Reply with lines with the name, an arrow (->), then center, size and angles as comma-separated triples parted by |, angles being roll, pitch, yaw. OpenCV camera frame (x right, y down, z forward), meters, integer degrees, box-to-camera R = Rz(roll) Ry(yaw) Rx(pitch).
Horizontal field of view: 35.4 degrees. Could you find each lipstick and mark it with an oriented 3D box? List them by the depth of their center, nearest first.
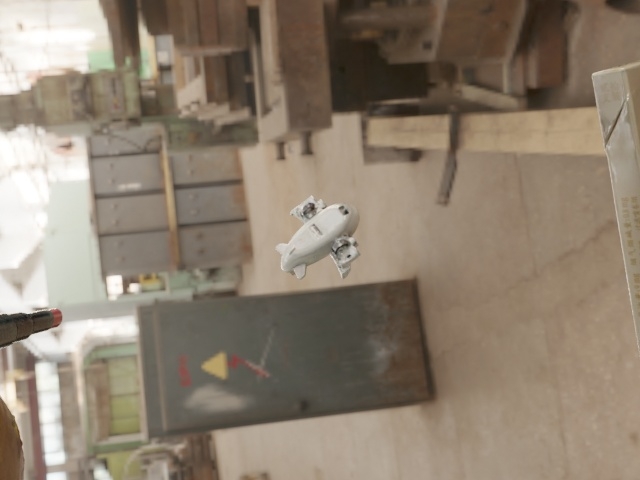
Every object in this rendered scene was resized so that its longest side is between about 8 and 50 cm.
lipstick -> -0.443, 0.124, 1.469 | 0.234, 0.053, 0.053 | -12, -83, -81

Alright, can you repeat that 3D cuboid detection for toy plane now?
toy plane -> -0.001, -0.001, 1.811 | 0.080, 0.174, 0.174 | 47, -150, -62

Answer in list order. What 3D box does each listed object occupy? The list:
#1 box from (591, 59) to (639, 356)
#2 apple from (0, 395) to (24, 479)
box -> 0.435, -0.046, 1.253 | 0.051, 0.205, 0.365 | -3, 103, 44
apple -> -0.573, 0.320, 1.269 | 0.333, 0.400, 0.400 | -110, 18, -50
